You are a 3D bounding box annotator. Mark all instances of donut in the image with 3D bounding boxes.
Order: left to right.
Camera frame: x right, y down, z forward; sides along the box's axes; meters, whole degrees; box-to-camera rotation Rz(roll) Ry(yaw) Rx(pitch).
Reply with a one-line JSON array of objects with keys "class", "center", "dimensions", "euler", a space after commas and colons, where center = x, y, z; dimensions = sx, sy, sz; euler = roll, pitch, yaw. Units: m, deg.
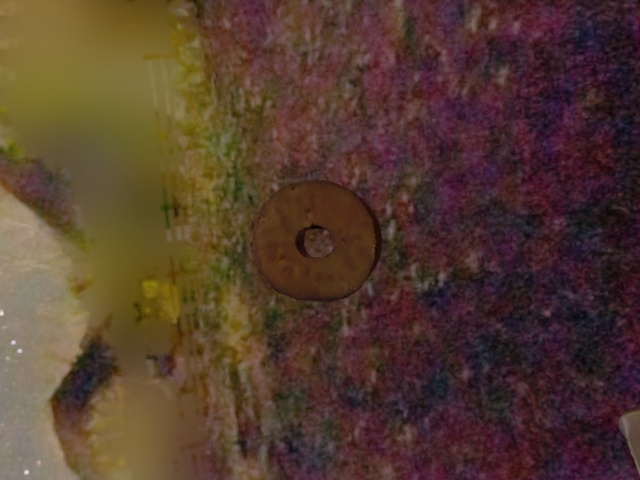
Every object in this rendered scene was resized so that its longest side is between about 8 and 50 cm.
[{"class": "donut", "center": [0.000, 0.000, 0.811], "dimensions": [0.058, 0.151, 0.152], "euler": [-6, -93, -67]}]

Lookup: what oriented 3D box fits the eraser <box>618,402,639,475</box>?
[{"class": "eraser", "center": [0.394, 0.144, 0.474], "dimensions": [0.343, 0.078, 0.144], "euler": [-30, 72, 42]}]
